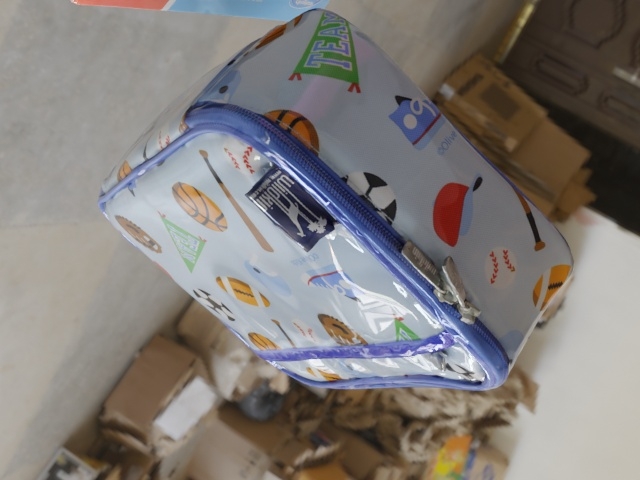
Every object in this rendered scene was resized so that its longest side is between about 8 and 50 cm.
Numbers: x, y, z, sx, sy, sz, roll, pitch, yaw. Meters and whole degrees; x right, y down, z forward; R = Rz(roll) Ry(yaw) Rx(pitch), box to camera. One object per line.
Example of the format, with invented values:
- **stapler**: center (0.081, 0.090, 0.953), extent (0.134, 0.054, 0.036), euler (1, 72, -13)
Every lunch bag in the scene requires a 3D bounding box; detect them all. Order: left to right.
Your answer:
- **lunch bag**: center (0.000, 0.000, 0.626), extent (0.115, 0.243, 0.303), euler (-51, -164, -22)

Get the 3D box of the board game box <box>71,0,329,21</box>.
- **board game box**: center (-0.152, -0.288, 0.726), extent (0.242, 0.316, 0.064), euler (-12, 147, -53)
